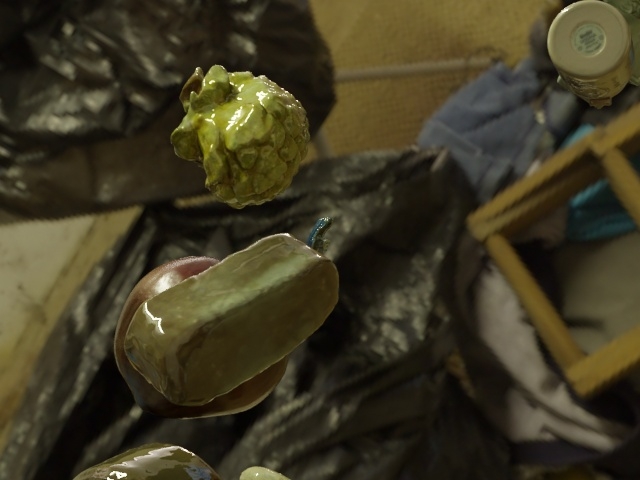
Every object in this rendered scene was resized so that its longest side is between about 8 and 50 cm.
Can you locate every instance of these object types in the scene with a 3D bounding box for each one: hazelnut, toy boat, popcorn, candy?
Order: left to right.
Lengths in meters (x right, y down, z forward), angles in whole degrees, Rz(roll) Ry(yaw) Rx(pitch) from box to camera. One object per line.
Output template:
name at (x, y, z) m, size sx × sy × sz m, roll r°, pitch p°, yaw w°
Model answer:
hazelnut at (-0.150, 0.134, 1.667) m, size 0.251 × 0.217 × 0.217 m, roll 81°, pitch -147°, yaw -73°
candy at (-0.091, 0.082, 1.429) m, size 0.234 × 0.102 × 0.104 m, roll -27°, pitch 38°, yaw -26°
popcorn at (-0.136, -0.180, 2.302) m, size 0.224 × 0.258 × 0.270 m, roll -41°, pitch 59°, yaw 6°
toy boat at (0.000, 0.000, 2.155) m, size 0.083 × 0.038 × 0.038 m, roll -64°, pitch 22°, yaw 9°

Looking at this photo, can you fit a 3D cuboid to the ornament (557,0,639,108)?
ornament at (0.409, -0.294, 1.781) m, size 0.285 × 0.130 × 0.120 m, roll 100°, pitch -167°, yaw -45°

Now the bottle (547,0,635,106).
bottle at (0.339, -0.233, 1.645) m, size 0.209 × 0.097 × 0.110 m, roll 13°, pitch -103°, yaw -74°

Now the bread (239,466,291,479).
bread at (-0.007, 0.342, 1.560) m, size 0.251 × 0.181 × 0.039 m, roll 83°, pitch -149°, yaw -58°

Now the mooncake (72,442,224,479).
mooncake at (-0.230, 0.413, 1.730) m, size 0.284 × 0.155 × 0.285 m, roll 6°, pitch 99°, yaw 40°
